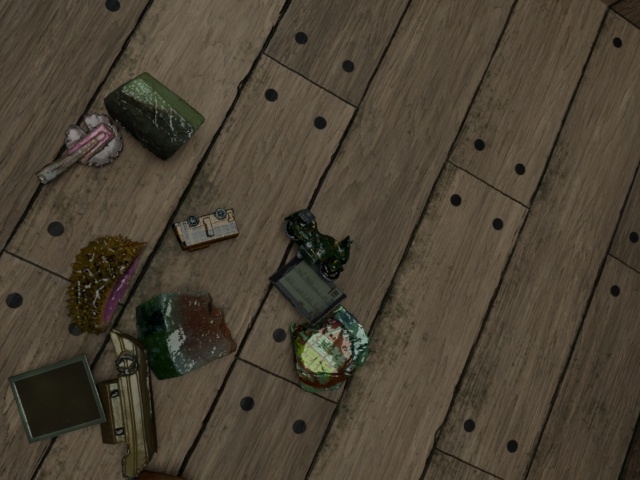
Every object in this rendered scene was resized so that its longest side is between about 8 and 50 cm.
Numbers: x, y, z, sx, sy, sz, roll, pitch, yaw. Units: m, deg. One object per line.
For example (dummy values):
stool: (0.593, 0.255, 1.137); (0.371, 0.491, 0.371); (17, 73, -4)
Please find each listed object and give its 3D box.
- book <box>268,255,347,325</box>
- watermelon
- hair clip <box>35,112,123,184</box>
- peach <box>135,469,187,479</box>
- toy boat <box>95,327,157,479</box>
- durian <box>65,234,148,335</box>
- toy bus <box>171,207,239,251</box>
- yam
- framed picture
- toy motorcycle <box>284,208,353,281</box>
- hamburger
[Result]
book: (-0.044, 0.163, 1.978); (0.157, 0.026, 0.231); (-38, 70, -17)
watermelon: (-0.431, 0.285, 1.838); (0.302, 0.151, 0.263); (-16, 89, -16)
hair clip: (-0.769, -0.276, 1.837); (0.173, 0.069, 0.300); (48, 65, -8)
peach: (-0.482, 0.790, 1.750); (0.233, 0.232, 0.232); (2, 84, -16)
toy boat: (-0.595, 0.490, 1.772); (0.162, 0.136, 0.444); (-5, 89, -11)
durian: (-0.693, 0.122, 1.801); (0.191, 0.112, 0.341); (27, 80, -14)
toy bus: (-0.379, -0.033, 1.912); (0.201, 0.098, 0.114); (-16, 89, -18)
yam: (-0.536, -0.397, 1.852); (0.201, 0.202, 0.271); (-40, 103, 20)
framed picture: (-0.786, 0.475, 1.735); (0.275, 0.017, 0.216); (-16, 89, 9)
toy motorcycle: (0.000, 0.000, 1.997); (0.274, 0.125, 0.187); (48, 53, 0)
hamburger: (0.033, 0.373, 1.980); (0.276, 0.150, 0.260); (-23, 73, -3)
